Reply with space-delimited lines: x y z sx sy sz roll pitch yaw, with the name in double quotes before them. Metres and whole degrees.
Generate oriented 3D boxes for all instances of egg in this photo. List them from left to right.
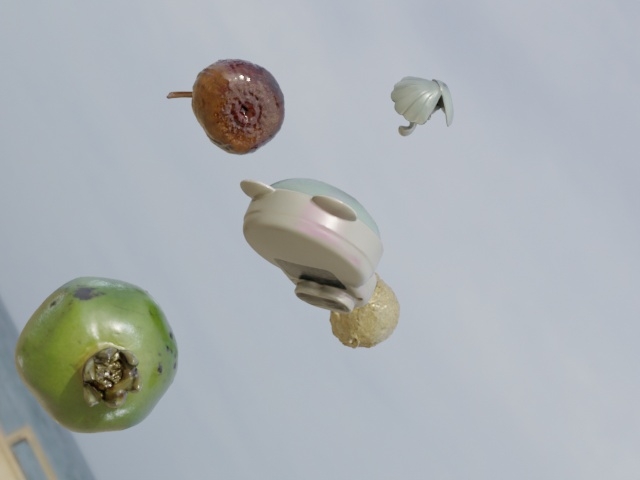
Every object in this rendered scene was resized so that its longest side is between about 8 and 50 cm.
"egg" 0.069 0.111 2.024 0.140 0.116 0.118 110 -33 -56

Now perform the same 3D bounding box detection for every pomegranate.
"pomegranate" -0.247 0.136 1.447 0.187 0.187 0.225 66 -10 -14

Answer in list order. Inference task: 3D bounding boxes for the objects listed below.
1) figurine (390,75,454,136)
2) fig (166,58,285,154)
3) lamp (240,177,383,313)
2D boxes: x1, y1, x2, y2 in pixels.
"figurine" 0.146 -0.201 1.863 0.082 0.086 0.094 73 1 -63
"fig" -0.146 -0.206 1.938 0.201 0.134 0.146 14 -53 60
"lamp" 0.002 -0.002 1.624 0.180 0.108 0.246 17 -26 29
